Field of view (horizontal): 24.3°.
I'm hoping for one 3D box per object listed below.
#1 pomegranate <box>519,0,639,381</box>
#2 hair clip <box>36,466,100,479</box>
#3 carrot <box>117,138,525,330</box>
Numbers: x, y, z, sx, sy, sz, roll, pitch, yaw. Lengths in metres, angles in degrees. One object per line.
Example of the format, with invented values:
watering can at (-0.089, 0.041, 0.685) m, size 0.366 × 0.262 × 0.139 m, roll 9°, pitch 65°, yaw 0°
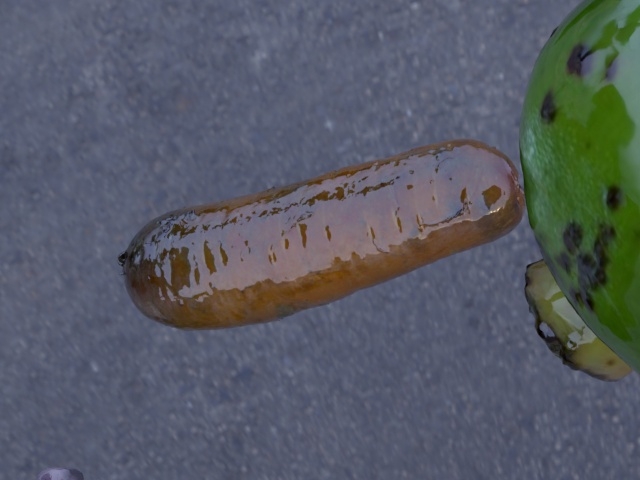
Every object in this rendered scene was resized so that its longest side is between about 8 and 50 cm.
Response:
pomegranate at (0.112, -0.024, 0.426) m, size 0.169 × 0.122 × 0.143 m, roll -24°, pitch 47°, yaw 38°
hair clip at (-0.123, 0.200, 0.648) m, size 0.069 × 0.300 × 0.173 m, roll -17°, pitch 90°, yaw 5°
carrot at (0.000, 0.000, 0.631) m, size 0.186 × 0.060 × 0.060 m, roll -13°, pitch 53°, yaw 24°
